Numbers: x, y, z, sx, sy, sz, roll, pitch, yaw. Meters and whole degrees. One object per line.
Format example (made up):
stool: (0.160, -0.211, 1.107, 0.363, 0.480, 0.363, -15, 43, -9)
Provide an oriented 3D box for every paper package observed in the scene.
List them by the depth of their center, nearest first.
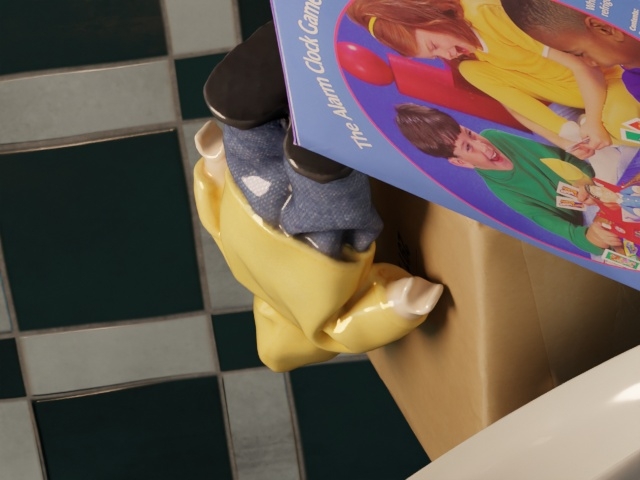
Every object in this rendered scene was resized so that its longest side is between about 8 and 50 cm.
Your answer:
paper package: (0.111, -0.024, 1.143, 0.325, 0.168, 0.309, 81, 163, -46)

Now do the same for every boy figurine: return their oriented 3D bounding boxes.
boy figurine: (0.000, 0.000, 1.055, 0.092, 0.177, 0.285, -47, -24, -22)

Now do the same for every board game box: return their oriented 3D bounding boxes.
board game box: (0.095, -0.103, 0.614, 0.078, 0.233, 0.347, -61, -15, -21)

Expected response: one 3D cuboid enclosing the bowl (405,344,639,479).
bowl: (0.131, 0.154, 0.833, 0.134, 0.298, 0.298, 59, -179, 1)
